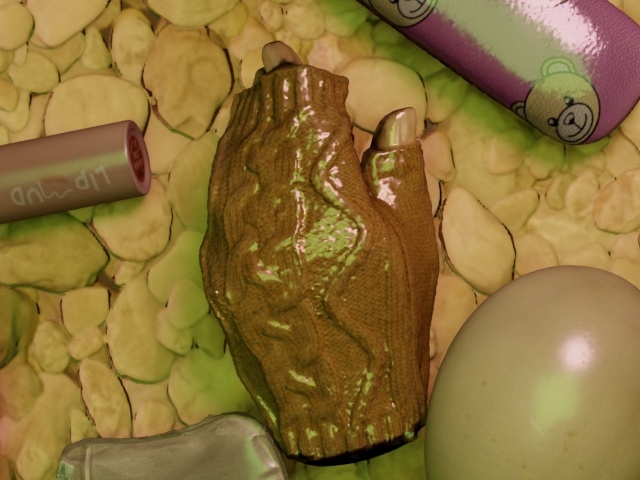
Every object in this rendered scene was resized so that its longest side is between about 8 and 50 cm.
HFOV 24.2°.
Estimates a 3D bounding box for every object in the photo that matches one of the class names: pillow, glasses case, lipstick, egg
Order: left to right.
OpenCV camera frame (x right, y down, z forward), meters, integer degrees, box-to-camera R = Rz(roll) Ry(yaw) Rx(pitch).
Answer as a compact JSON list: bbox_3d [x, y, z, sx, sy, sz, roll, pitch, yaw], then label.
[{"bbox_3d":[-0.284,-0.051,1.340,0.254,0.070,0.070,-11,86,9],"label":"lipstick"},{"bbox_3d":[-0.127,0.221,1.293,0.232,0.038,0.131,-15,92,26],"label":"pillow"},{"bbox_3d":[0.136,-0.203,1.271,0.316,0.076,0.123,37,93,9],"label":"glasses case"},{"bbox_3d":[0.179,0.141,1.193,0.188,0.188,0.254,31,99,10],"label":"egg"}]

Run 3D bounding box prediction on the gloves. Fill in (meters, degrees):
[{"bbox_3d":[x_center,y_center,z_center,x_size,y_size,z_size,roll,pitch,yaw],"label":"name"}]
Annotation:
[{"bbox_3d":[-0.001,0.008,1.245,0.203,0.155,0.356,-12,87,11],"label":"gloves"}]
